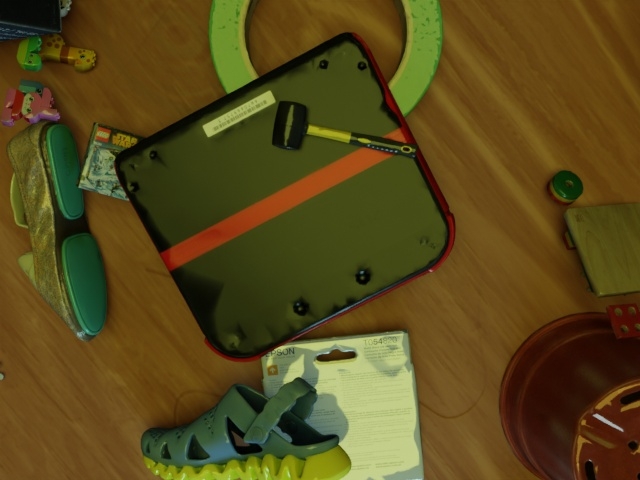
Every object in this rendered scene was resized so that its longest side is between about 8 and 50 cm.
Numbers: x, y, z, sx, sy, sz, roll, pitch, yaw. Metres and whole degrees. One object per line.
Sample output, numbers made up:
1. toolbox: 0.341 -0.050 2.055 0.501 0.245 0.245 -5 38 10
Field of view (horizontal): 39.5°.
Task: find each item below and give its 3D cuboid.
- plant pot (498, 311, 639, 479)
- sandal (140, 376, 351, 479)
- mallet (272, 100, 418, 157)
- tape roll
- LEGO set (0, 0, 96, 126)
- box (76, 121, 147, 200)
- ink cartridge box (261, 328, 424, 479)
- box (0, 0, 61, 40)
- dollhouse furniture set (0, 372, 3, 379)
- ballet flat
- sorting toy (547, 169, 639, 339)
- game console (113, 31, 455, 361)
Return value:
1. plant pot: 0.399 0.250 1.185 0.272 0.265 0.272 0 94 0
2. sandal: -0.109 0.263 1.233 0.317 0.126 0.138 -7 87 22
3. mallet: 0.029 -0.125 1.155 0.189 0.039 0.062 19 96 -2
4. tape roll: 0.007 -0.287 1.244 0.321 0.077 0.321 0 95 0
5. LEGO set: -0.366 -0.248 1.238 0.093 0.087 0.227 9 75 -8
6. box: -0.264 -0.102 1.256 0.137 0.027 0.094 16 94 -25
7. ink cartridge box: 0.031 0.246 1.294 0.223 0.045 0.224 -5 94 1
8. box: -0.530 -0.337 1.089 0.294 0.296 0.183 0 95 27
9. dollhouse furniture set: -0.526 0.202 1.313 0.081 0.091 0.114 18 123 -40
10. ballet flat: -0.380 -0.010 1.264 0.106 0.107 0.316 -9 89 21
11. sorting toy: 0.414 0.027 1.250 0.132 0.046 0.274 -5 64 -21
12. game console: -0.043 -0.047 1.211 0.386 0.060 0.342 -27 92 5
